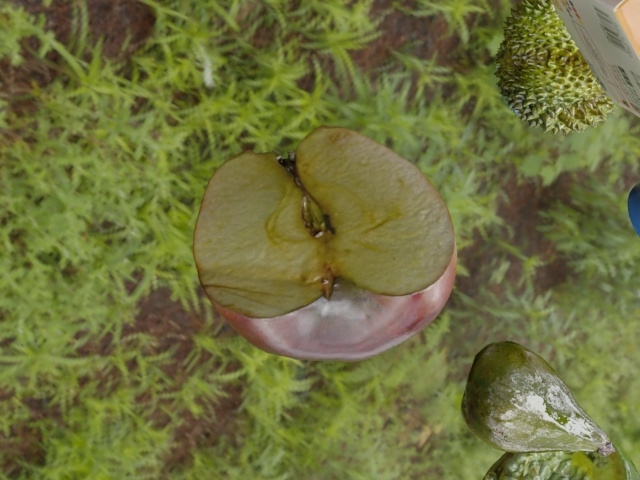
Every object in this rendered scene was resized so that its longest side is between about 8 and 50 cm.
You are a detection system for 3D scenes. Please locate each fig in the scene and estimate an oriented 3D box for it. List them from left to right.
[{"bbox_3d":[0.253,0.208,1.262,0.126,0.185,0.133,-11,128,-46],"label":"fig"}]

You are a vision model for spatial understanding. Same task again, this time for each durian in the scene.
[{"bbox_3d":[0.449,-0.333,2.039,0.224,0.291,0.291,-33,147,14],"label":"durian"}]

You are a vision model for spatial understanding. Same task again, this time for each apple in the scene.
[{"bbox_3d":[0.000,0.000,1.490,0.329,0.365,0.295,14,128,-36],"label":"apple"}]

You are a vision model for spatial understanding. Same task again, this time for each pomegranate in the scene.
[{"bbox_3d":[0.382,0.423,1.545,0.260,0.341,0.260,-21,131,-27],"label":"pomegranate"}]

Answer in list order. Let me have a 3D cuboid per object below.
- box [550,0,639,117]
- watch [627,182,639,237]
[{"bbox_3d":[0.393,-0.262,1.331,0.091,0.221,0.274,-40,130,5],"label":"box"},{"bbox_3d":[0.628,-0.047,1.790,0.200,0.196,0.171,-32,160,-40],"label":"watch"}]
